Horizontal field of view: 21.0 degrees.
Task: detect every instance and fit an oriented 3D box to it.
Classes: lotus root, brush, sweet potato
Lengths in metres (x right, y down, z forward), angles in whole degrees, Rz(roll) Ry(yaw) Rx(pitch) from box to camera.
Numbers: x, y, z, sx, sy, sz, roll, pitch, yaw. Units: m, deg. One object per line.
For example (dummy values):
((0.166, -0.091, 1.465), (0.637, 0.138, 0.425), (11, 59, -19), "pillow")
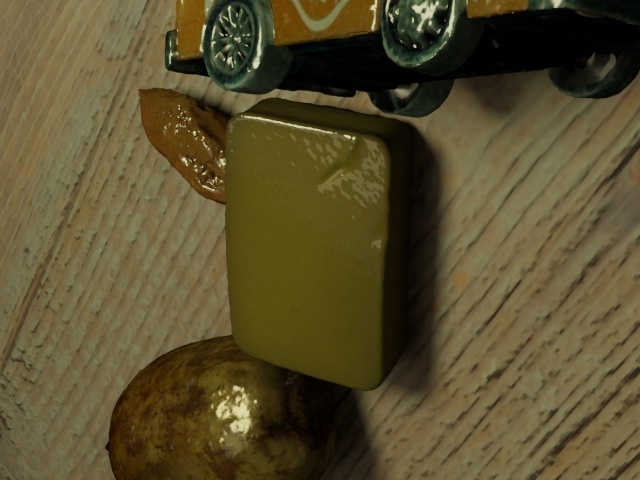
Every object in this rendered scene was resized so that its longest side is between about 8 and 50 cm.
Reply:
((-0.087, 0.151, 1.341), (0.260, 0.128, 0.145), (-19, 80, 47), "lotus root")
((0.000, 0.000, 1.192), (0.123, 0.059, 0.197), (13, 121, 21), "brush")
((-0.068, -0.056, 1.270), (0.206, 0.060, 0.068), (35, 167, 20), "sweet potato")

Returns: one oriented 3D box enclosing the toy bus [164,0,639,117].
((0.068, -0.174, 0.940), (0.323, 0.162, 0.194), (-1, 85, 50), "toy bus")
